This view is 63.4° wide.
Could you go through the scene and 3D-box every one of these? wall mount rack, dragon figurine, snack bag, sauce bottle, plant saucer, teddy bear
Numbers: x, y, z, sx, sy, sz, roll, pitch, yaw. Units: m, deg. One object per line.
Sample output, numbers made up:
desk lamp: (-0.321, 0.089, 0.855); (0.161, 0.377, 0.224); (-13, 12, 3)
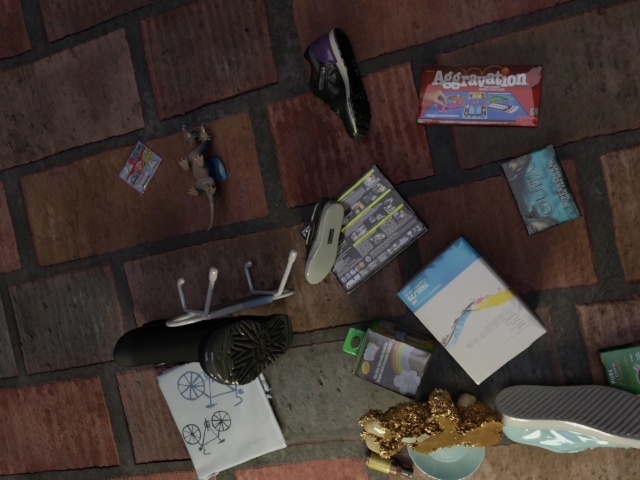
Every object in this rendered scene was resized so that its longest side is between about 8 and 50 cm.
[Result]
wall mount rack: (-0.209, 0.113, 1.287); (0.304, 0.349, 0.131); (-10, 93, 58)
dragon figurine: (-0.315, -0.184, 1.437); (0.085, 0.144, 0.290); (-14, 109, 14)
snack bag: (-0.280, 0.485, 1.495); (0.322, 0.037, 0.343); (-27, 83, 15)
sauce bottle: (0.182, 0.598, 1.375); (0.128, 0.042, 0.042); (15, 98, 12)
plant saucer: (0.321, 0.516, 1.332); (0.194, 0.037, 0.195); (1, 95, 16)
teddy bear: (0.253, 0.428, 1.230); (0.337, 0.113, 0.245); (-19, 128, 13)

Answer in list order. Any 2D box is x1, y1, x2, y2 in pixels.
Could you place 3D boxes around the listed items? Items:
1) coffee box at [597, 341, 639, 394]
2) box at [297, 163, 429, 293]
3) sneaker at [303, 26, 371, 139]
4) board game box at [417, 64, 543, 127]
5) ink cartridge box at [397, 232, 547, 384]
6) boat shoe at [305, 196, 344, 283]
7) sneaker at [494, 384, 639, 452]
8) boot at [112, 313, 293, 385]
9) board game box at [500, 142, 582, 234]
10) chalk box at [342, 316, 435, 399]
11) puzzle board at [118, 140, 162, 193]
coffee box: (0.751, 0.289, 1.193); (0.184, 0.040, 0.113); (-17, 89, 16)
box: (0.109, -0.028, 1.342); (0.270, 0.060, 0.216); (-41, 82, 14)
sneaker: (0.039, -0.383, 1.331); (0.124, 0.107, 0.284); (-17, 85, 31)
board game box: (0.384, -0.352, 1.260); (0.281, 0.027, 0.145); (5, 94, 15)
ink cartridge box: (0.350, 0.149, 1.215); (0.197, 0.198, 0.270); (-43, 82, 14)
boat shoe: (0.000, 0.000, 1.312); (0.070, 0.077, 0.220); (29, 107, 47)
sneaker: (0.601, 0.428, 1.205); (0.365, 0.135, 0.150); (2, 130, 27)
boot: (-0.344, 0.266, 1.313); (0.444, 0.367, 0.146); (-3, 86, 22)
board game box: (0.524, -0.121, 1.236); (0.126, 0.026, 0.186); (-22, 88, 15)
chalk box: (0.166, 0.285, 1.312); (0.212, 0.132, 0.133); (20, 100, 14)
puzzle board: (-0.535, -0.216, 1.536); (0.096, 0.011, 0.128); (37, 103, 11)
